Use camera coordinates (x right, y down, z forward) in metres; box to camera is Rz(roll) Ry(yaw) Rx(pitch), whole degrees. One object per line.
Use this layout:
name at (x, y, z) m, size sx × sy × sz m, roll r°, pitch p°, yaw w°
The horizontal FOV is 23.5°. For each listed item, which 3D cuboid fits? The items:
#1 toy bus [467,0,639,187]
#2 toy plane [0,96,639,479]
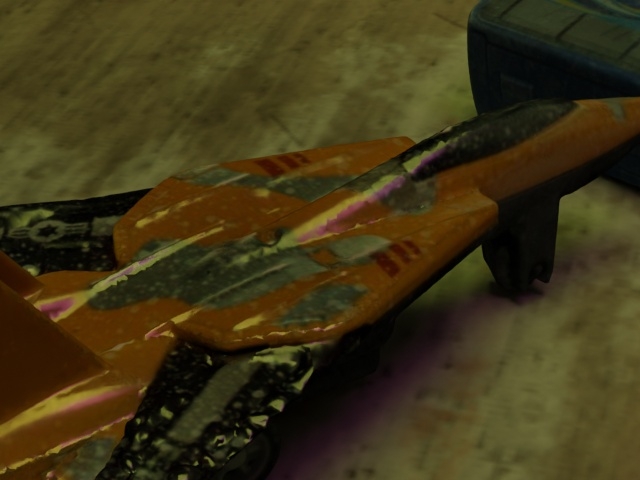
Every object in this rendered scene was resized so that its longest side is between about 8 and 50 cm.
toy bus at (0.173, -0.056, 0.661) m, size 0.094 × 0.079 × 0.236 m, roll -42°, pitch 47°, yaw -23°
toy plane at (-0.001, 0.011, 0.553) m, size 0.316 × 0.103 × 0.204 m, roll -14°, pitch 36°, yaw -29°
